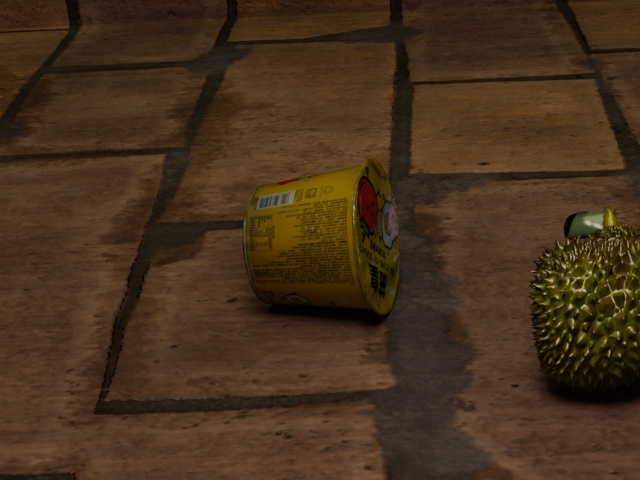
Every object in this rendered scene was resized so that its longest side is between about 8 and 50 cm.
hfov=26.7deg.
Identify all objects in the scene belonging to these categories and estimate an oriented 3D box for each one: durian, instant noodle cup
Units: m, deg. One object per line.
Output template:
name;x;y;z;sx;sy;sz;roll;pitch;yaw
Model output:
durian;0.294;0.067;1.354;0.146;0.159;0.198;1;27;38
instant noodle cup;0.000;0.000;1.543;0.144;0.182;0.182;-4;23;19
